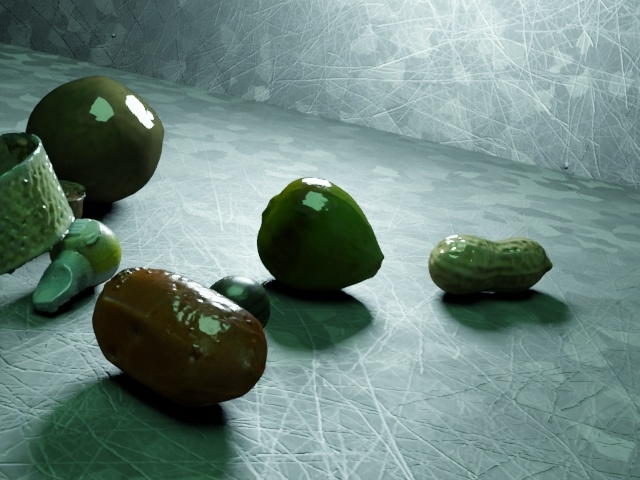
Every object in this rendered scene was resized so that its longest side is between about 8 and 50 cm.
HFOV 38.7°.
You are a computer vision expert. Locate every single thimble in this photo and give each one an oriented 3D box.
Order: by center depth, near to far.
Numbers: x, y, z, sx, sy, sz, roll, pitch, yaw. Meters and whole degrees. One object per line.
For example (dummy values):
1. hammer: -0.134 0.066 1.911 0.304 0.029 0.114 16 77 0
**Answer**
1. thimble: -0.552 -0.056 1.484 0.271 0.150 0.270 -12 28 7

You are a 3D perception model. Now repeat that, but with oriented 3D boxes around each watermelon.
1. watermelon: -0.124 0.100 1.429 0.105 0.105 0.133 20 39 30

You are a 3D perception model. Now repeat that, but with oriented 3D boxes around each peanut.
1. peanut: 0.335 0.046 1.799 0.299 0.120 0.136 1 25 -29

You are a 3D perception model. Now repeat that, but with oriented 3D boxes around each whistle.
1. whistle: -0.401 0.050 1.497 0.123 0.122 0.223 12 38 7

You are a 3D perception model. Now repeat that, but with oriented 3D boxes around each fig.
1. fig: -0.008 0.003 1.670 0.230 0.207 0.207 50 31 10

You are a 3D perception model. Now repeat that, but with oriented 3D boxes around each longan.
1. longan: -0.483 -0.210 1.937 0.289 0.288 0.350 -1 16 -27

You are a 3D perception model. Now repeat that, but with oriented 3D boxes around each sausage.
1. sausage: -0.192 0.131 1.242 0.268 0.153 0.141 23 23 33

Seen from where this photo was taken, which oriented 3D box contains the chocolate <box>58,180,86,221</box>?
1. chocolate: -0.554 -0.058 1.720 0.214 0.093 0.148 2 21 -19
